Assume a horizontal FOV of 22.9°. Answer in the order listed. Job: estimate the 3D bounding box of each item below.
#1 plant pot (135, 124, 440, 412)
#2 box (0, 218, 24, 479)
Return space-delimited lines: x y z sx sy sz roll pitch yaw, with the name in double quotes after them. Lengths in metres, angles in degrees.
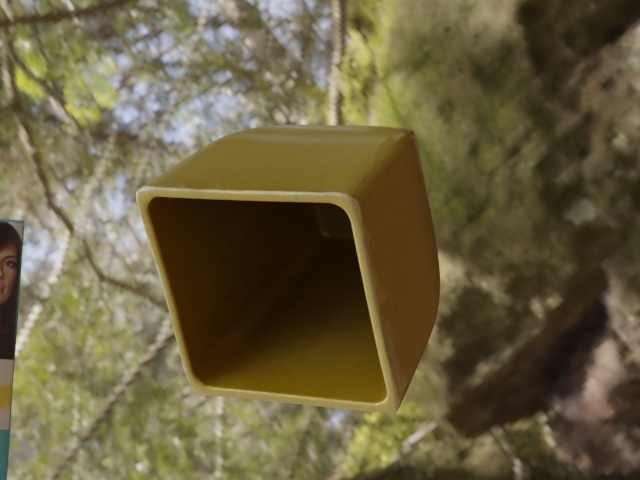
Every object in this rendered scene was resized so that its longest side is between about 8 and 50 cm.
0.000 0.000 0.540 0.083 0.081 0.082 -48 -46 -50 "plant pot"
-0.273 0.104 1.133 0.100 0.244 0.060 5 -7 -21 "box"
